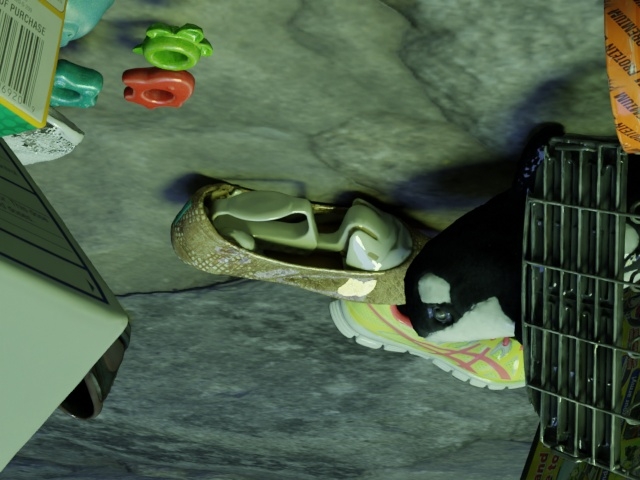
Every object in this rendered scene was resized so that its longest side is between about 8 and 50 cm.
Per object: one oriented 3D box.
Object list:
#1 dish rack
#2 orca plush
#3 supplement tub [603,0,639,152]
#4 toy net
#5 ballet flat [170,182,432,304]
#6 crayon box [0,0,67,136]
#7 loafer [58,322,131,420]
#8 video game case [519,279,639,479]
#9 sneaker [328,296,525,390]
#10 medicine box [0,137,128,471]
[{"bbox_3d":[0.214,0.045,0.688,0.074,0.208,0.271,-7,-168,-36],"label":"dish rack"},{"bbox_3d":[0.161,-0.018,0.813,0.287,0.151,0.102,-11,123,42],"label":"orca plush"},{"bbox_3d":[0.225,-0.090,0.586,0.190,0.117,0.117,-3,158,21],"label":"supplement tub"},{"bbox_3d":[-0.143,-0.094,0.762,0.122,0.045,0.232,11,160,-20],"label":"toy net"},{"bbox_3d":[0.000,0.000,0.940,0.206,0.073,0.067,5,145,-10],"label":"ballet flat"},{"bbox_3d":[-0.192,-0.160,0.431,0.081,0.165,0.278,-7,155,29],"label":"crayon box"},{"bbox_3d":[-0.247,0.072,1.132,0.109,0.095,0.302,-3,157,19],"label":"loafer"},{"bbox_3d":[0.235,0.098,0.863,0.035,0.275,0.248,37,148,-19],"label":"video game case"},{"bbox_3d":[0.116,0.060,1.047,0.208,0.081,0.094,11,156,-13],"label":"sneaker"},{"bbox_3d":[-0.271,-0.036,0.588,0.149,0.289,0.263,-49,140,7],"label":"medicine box"}]
